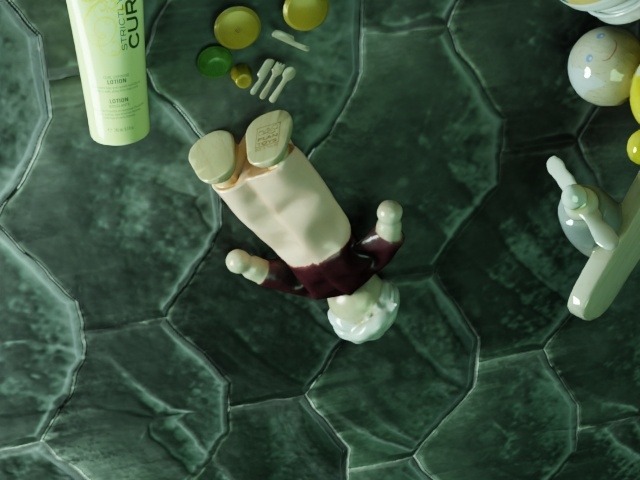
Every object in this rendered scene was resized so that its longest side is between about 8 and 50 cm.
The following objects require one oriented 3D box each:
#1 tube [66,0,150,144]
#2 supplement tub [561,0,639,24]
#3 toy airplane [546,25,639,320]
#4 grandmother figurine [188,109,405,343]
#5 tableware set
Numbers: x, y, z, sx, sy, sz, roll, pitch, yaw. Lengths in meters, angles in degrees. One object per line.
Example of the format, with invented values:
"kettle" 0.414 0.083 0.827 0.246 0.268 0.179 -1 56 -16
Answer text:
"tube" -0.206 -0.208 1.257 0.070 0.062 0.240 -39 139 -44
"supplement tub" 0.256 -0.315 1.278 0.199 0.144 0.144 31 111 -35
"toy airplane" 0.395 -0.143 1.403 0.272 0.386 0.384 29 132 13
"grandmother figurine" 0.000 0.000 1.468 0.207 0.104 0.342 -10 138 24
"tableware set" -0.056 -0.218 1.324 0.104 0.024 0.154 19 119 -27
